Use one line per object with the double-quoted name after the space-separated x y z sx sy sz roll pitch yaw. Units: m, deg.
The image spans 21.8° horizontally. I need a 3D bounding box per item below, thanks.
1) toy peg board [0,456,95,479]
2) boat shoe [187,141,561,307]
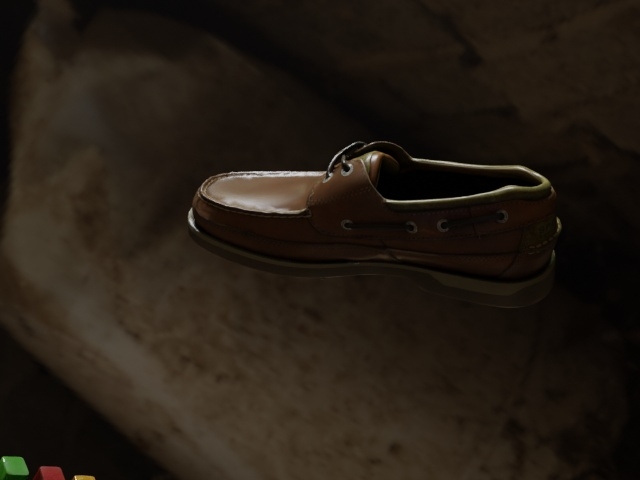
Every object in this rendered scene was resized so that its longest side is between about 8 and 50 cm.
-0.183 0.238 1.257 0.079 0.160 0.161 -57 43 30 "toy peg board"
0.041 -0.032 1.333 0.307 0.104 0.111 7 34 12 "boat shoe"
